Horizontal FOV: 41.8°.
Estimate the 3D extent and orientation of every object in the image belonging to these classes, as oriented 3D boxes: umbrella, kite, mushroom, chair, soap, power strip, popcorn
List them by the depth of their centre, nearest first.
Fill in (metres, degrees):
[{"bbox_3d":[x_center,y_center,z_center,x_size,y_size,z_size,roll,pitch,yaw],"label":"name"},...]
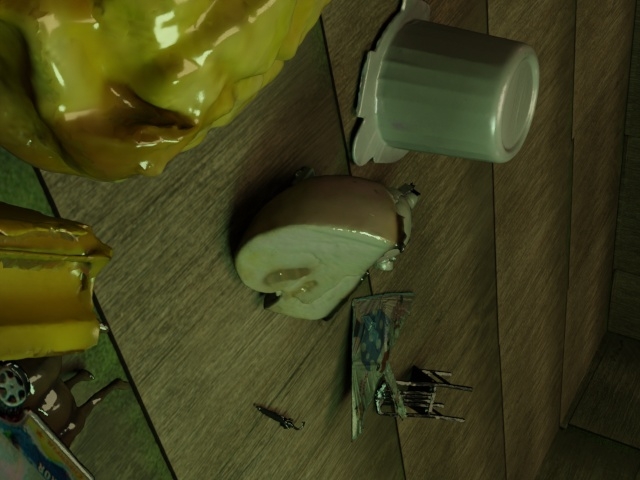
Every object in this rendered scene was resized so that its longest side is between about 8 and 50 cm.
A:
[{"bbox_3d":[-0.310,0.011,0.535,0.324,0.204,0.096,7,96,-61],"label":"soap"},{"bbox_3d":[-0.165,-0.207,0.600,0.349,0.349,0.381,-65,-172,-14],"label":"popcorn"},{"bbox_3d":[-0.022,-0.017,1.104,0.236,0.173,0.162,-50,-153,46],"label":"mushroom"},{"bbox_3d":[-0.017,-0.062,1.176,0.040,0.016,0.090,-54,145,-31],"label":"power strip"},{"bbox_3d":[-0.065,0.271,1.271,0.022,0.022,0.149,-49,142,5],"label":"umbrella"},{"bbox_3d":[0.112,0.208,1.490,0.335,0.011,0.314,-60,139,-37],"label":"kite"},{"bbox_3d":[0.182,0.300,1.657,0.212,0.101,0.084,10,97,-23],"label":"chair"}]

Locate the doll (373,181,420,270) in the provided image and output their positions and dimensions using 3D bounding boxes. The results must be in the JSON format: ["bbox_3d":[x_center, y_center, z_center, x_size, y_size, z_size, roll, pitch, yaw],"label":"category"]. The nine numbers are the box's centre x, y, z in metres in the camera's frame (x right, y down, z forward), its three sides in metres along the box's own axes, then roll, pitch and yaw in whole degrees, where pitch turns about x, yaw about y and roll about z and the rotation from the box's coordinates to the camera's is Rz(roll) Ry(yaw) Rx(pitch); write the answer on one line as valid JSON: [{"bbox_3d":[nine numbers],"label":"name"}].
[{"bbox_3d":[0.083,-0.029,1.287,0.192,0.095,0.149,7,97,-57],"label":"doll"}]

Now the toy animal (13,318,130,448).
[{"bbox_3d":[-0.273,0.189,0.817,0.186,0.093,0.214,-57,149,-43],"label":"toy animal"}]

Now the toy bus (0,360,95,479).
[{"bbox_3d":[-0.256,0.219,0.690,0.317,0.112,0.138,56,10,-23],"label":"toy bus"}]

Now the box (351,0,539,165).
[{"bbox_3d":[0.198,-0.212,1.272,0.291,0.206,0.262,-55,146,-32],"label":"box"}]
